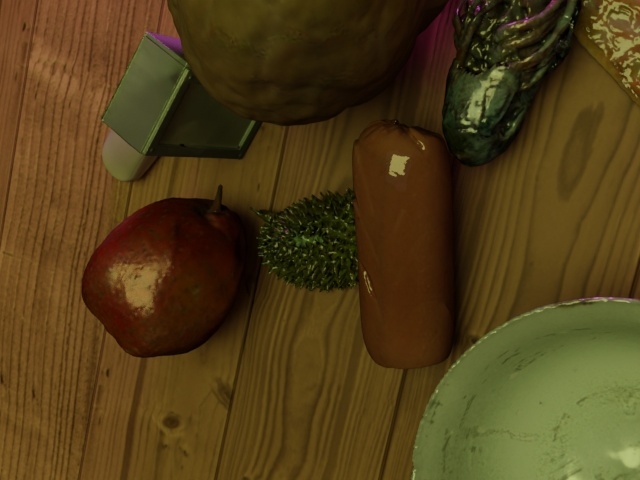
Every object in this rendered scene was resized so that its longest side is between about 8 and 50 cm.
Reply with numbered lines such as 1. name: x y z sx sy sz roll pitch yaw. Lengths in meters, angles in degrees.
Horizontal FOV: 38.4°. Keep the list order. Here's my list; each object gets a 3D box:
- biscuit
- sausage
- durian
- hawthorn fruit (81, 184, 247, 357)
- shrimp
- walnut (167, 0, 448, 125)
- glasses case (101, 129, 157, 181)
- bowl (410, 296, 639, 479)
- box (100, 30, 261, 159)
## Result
1. biscuit: 0.386 -0.211 1.035 0.118 0.029 0.247 -44 73 22
2. sausage: 0.102 0.005 1.116 0.121 0.121 0.304 6 111 27
3. durian: -0.005 0.004 1.218 0.221 0.095 0.137 -7 90 33
4. hawthorn fruit: -0.192 0.031 1.257 0.262 0.210 0.210 -47 72 15
5. shrimp: 0.238 -0.256 1.041 0.172 0.137 0.372 30 116 40
6. walnut: -0.021 -0.311 1.026 0.381 0.381 0.381 2 94 28
7. glasses case: -0.254 -0.175 1.359 0.081 0.051 0.204 47 112 16
8. bowl: 0.331 0.268 0.999 0.435 0.196 0.434 1 93 27
9. box: -0.163 -0.185 1.213 0.086 0.225 0.129 39 110 20
